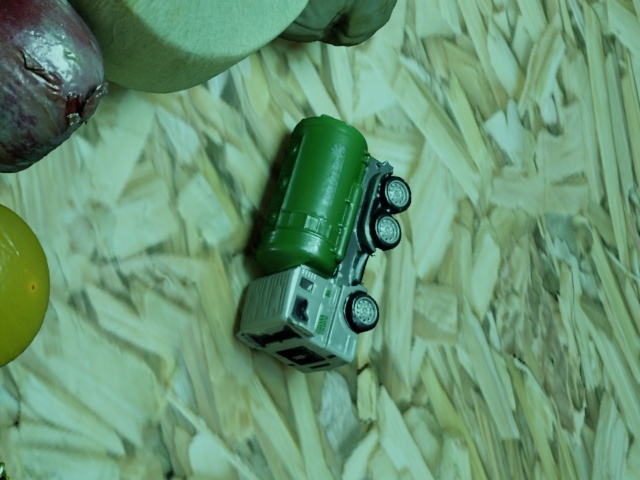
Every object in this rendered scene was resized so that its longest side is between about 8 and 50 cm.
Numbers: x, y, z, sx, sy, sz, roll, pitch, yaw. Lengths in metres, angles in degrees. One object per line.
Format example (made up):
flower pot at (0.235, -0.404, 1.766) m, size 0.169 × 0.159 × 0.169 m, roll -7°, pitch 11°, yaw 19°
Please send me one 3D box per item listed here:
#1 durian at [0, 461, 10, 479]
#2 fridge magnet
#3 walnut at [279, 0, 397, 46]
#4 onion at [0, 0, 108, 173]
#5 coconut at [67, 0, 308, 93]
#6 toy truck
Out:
durian at (-0.310, 0.220, 0.966) m, size 0.293 × 0.258 × 0.258 m, roll -5°, pitch 87°, yaw -62°
fridge magnet at (-0.282, 0.036, 1.138) m, size 0.143 × 0.063 × 0.143 m, roll 6°, pitch 81°, yaw -43°
walnut at (-0.007, -0.303, 1.390) m, size 0.178 × 0.178 × 0.230 m, roll 8°, pitch 72°, yaw -43°
onion at (-0.266, -0.150, 1.118) m, size 0.195 × 0.159 × 0.159 m, roll 47°, pitch 54°, yaw -23°
coconut at (-0.119, -0.260, 1.203) m, size 0.245 × 0.247 × 0.245 m, roll 8°, pitch 76°, yaw -33°
toy truck at (0.000, 0.000, 1.390) m, size 0.125 × 0.101 × 0.243 m, roll 31°, pitch 60°, yaw -31°
